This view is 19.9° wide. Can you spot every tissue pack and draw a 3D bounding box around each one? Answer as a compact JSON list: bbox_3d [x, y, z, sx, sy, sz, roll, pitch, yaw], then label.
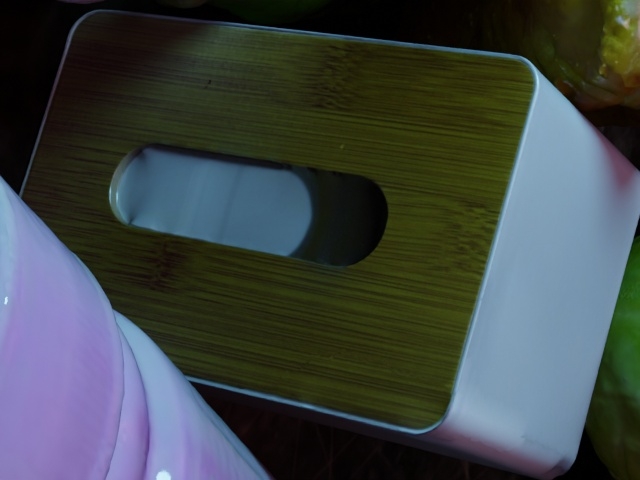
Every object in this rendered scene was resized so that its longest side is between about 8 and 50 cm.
[{"bbox_3d":[0.000,0.002,0.827,0.136,0.246,0.159,28,74,-55],"label":"tissue pack"}]

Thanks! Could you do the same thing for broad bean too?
[{"bbox_3d":[0.000,-0.138,0.889,0.339,0.077,0.061,-24,103,-70],"label":"broad bean"}]

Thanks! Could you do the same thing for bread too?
[{"bbox_3d":[0.125,-0.146,0.919,0.380,0.109,0.185,-168,-86,-80],"label":"bread"}]

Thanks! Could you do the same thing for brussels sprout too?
[{"bbox_3d":[0.286,0.094,1.319,0.244,0.244,0.244,-20,115,-52],"label":"brussels sprout"}]

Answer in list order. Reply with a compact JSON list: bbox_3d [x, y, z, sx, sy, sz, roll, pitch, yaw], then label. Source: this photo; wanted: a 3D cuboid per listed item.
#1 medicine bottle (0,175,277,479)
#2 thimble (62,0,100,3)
[{"bbox_3d":[-0.125,0.127,0.710,0.212,0.212,0.325,-62,143,-24],"label":"medicine bottle"},{"bbox_3d":[-0.110,-0.187,0.724,0.189,0.125,0.163,-50,137,-36],"label":"thimble"}]
